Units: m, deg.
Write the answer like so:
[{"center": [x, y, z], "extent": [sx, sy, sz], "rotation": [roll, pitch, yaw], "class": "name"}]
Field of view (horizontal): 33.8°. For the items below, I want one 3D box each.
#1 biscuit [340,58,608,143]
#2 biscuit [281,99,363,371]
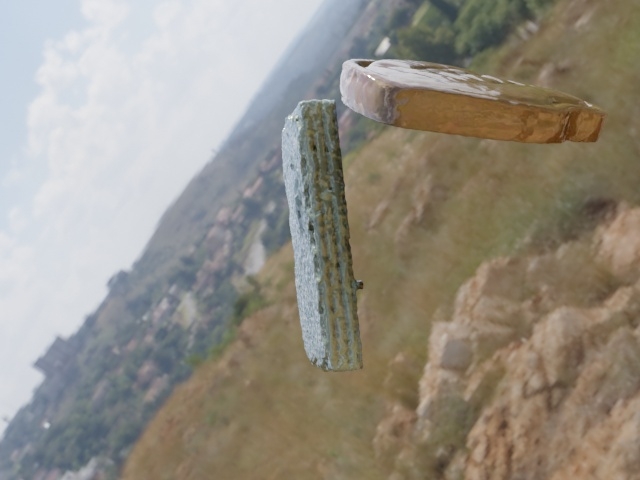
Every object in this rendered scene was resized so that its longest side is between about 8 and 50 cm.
[{"center": [0.088, -0.083, 0.612], "extent": [0.221, 0.142, 0.029], "rotation": [-7, -68, -51], "class": "biscuit"}, {"center": [0.000, 0.000, 0.808], "extent": [0.121, 0.041, 0.199], "rotation": [158, 106, -80], "class": "biscuit"}]
